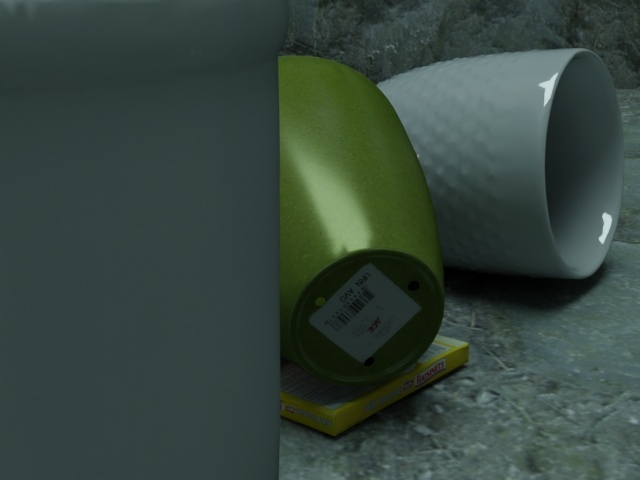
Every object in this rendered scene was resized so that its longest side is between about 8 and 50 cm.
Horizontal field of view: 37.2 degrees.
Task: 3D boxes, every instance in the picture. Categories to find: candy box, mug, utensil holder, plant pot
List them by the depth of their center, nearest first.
[{"bbox_3d":[-0.178,0.042,0.577,0.328,0.385,0.327,-1,17,0],"label":"utensil holder"},{"bbox_3d":[0.042,0.125,0.905,0.105,0.027,0.206,9,19,42],"label":"candy box"},{"bbox_3d":[0.000,0.000,0.905,0.275,0.274,0.293,-5,29,-14],"label":"plant pot"},{"bbox_3d":[0.210,-0.082,1.254,0.328,0.276,0.374,3,-15,35],"label":"mug"}]
